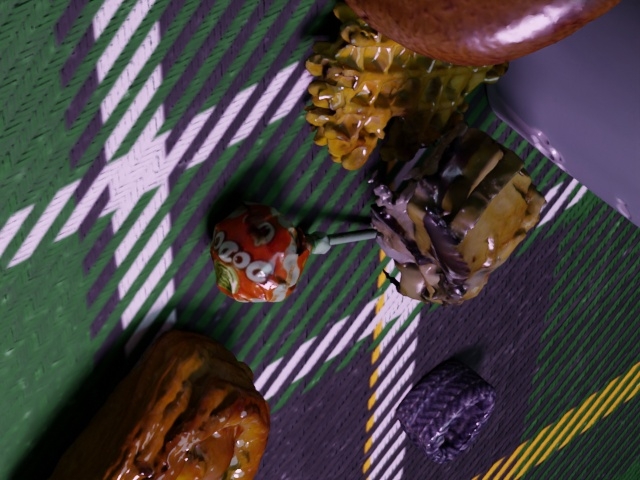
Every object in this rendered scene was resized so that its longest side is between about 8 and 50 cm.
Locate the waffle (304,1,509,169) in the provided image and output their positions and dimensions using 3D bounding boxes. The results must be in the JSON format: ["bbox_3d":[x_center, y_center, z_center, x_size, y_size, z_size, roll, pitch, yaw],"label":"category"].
[{"bbox_3d":[0.084,-0.159,1.481,0.231,0.051,0.229,-41,147,-11],"label":"waffle"}]

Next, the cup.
[{"bbox_3d":[0.366,-0.135,1.640,0.356,0.274,0.259,0,128,-51],"label":"cup"}]

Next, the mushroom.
[{"bbox_3d":[0.148,-0.259,1.245,0.254,0.267,0.267,-15,138,-43],"label":"mushroom"}]

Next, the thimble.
[{"bbox_3d":[0.142,0.190,1.963,0.104,0.066,0.095,-38,147,-15],"label":"thimble"}]

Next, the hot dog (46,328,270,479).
[{"bbox_3d":[-0.160,0.212,1.553,0.272,0.122,0.196,-51,150,6],"label":"hot dog"}]

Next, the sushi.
[{"bbox_3d":[0.120,-0.028,1.541,0.139,0.131,0.291,-51,167,-11],"label":"sushi"}]

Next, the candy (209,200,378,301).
[{"bbox_3d":[0.000,-0.002,1.563,0.287,0.078,0.084,-12,117,-58],"label":"candy"}]
